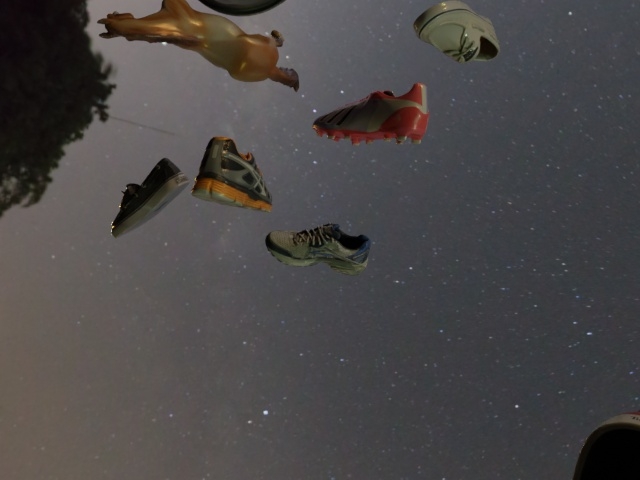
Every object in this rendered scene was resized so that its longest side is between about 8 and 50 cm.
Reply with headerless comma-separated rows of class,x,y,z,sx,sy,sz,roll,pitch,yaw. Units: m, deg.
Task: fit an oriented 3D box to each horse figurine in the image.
horse figurine,-0.132,-0.267,0.596,0.066,0.263,0.174,-55,-153,32

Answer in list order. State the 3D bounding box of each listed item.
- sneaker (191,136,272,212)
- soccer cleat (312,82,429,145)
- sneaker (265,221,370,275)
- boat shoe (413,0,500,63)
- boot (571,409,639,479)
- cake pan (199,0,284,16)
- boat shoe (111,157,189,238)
sneaker,-0.115,-0.088,0.652,0.084,0.215,0.083,8,-91,5
soccer cleat,0.083,-0.219,0.788,0.248,0.083,0.095,16,-81,47
sneaker,0.000,0.000,0.557,0.052,0.135,0.058,-95,-160,-44
boat shoe,0.113,-0.160,0.355,0.035,0.100,0.035,-33,-105,43
boot,0.224,0.240,0.341,0.088,0.176,0.244,28,-79,44
cake pan,-0.130,-0.493,0.655,0.293,0.054,0.293,7,-70,18
boat shoe,-0.358,-0.086,0.895,0.228,0.080,0.076,-32,-84,32
